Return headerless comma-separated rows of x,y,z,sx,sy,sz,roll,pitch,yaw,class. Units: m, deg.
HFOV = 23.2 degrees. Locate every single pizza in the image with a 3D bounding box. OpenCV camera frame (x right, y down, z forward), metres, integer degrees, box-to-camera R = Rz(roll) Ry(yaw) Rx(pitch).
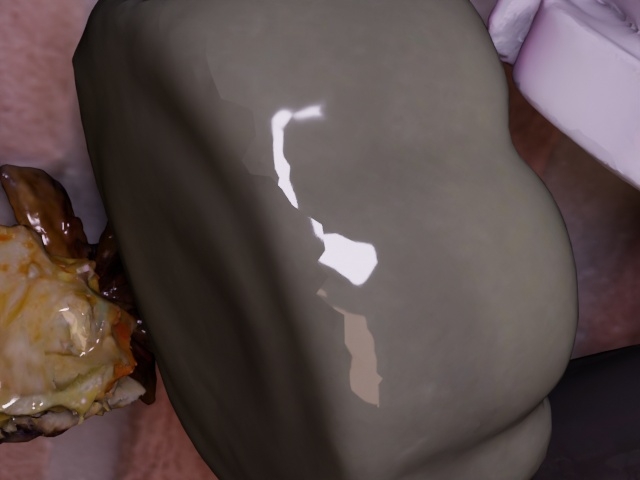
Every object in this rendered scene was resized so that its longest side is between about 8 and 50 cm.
-0.214,0.022,0.664,0.288,0.251,0.074,36,122,-5,pizza

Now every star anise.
-0.115,0.024,0.815,0.168,0.057,0.167,2,131,3,star anise

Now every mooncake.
0.000,0.000,0.663,0.135,0.275,0.275,-20,134,-22,mooncake

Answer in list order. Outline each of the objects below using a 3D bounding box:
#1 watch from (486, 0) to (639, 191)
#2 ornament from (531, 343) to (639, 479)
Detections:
0.209,-0.113,0.625,0.244,0.196,0.231,24,106,-22,watch
0.196,0.093,0.791,0.251,0.106,0.260,7,162,-39,ornament
